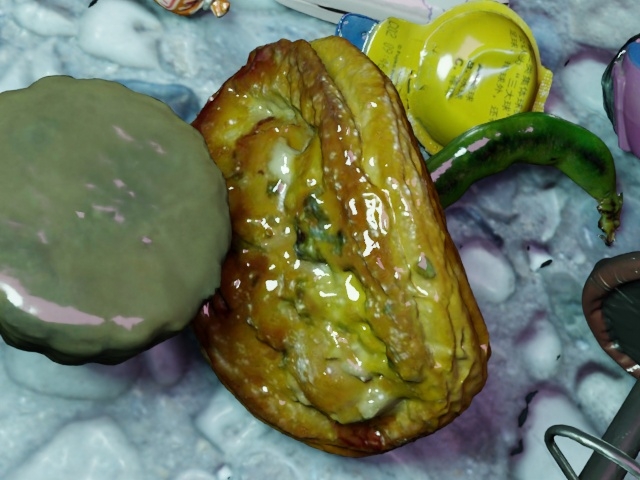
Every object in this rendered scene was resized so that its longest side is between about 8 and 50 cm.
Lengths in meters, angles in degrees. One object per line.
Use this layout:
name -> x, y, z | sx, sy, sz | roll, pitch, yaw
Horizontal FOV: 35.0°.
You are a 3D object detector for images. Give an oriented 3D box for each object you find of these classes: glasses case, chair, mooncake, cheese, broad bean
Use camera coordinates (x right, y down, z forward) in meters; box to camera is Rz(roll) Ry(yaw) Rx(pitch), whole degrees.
glasses case -> 0.070, -0.287, 1.123 | 0.297, 0.075, 0.113 | 12, 67, -13
chair -> 0.287, 0.169, 0.939 | 0.226, 0.226, 0.401 | 41, 62, 0
mooncake -> -0.186, -0.011, 0.806 | 0.228, 0.124, 0.228 | 8, 68, -19
cheese -> 0.133, -0.174, 1.071 | 0.270, 0.069, 0.177 | 7, 105, -27
broad bean -> 0.207, -0.066, 1.075 | 0.292, 0.049, 0.144 | 1, 103, -20

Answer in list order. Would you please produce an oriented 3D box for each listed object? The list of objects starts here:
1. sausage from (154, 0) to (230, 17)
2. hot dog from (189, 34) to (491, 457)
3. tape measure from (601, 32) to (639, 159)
sausage -> -0.205, -0.343, 1.042 | 0.093, 0.093, 0.312 | -41, 87, -27
hot dog -> 0.000, 0.000, 0.904 | 0.174, 0.267, 0.387 | -2, 68, -58
tape measure -> 0.455, -0.166, 1.133 | 0.245, 0.149, 0.231 | -25, 35, -19
